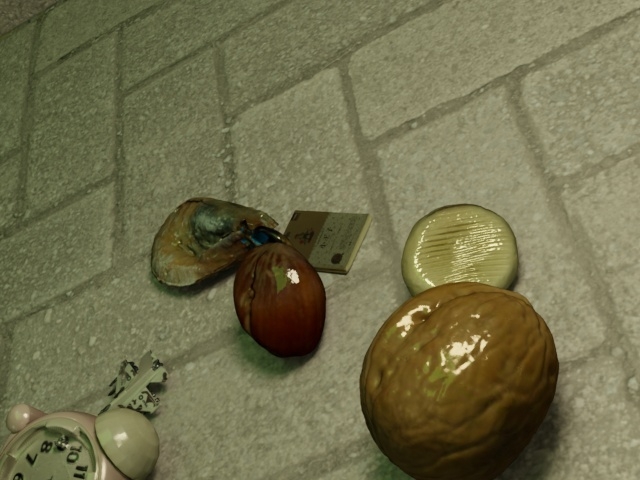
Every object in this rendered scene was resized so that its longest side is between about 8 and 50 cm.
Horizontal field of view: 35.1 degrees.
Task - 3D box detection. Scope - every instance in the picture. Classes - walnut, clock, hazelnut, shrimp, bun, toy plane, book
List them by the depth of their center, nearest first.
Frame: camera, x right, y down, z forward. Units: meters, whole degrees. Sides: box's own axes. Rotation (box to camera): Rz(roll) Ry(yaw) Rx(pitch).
[{"bbox_3d":[0.215,0.214,1.555,0.332,0.333,0.333,-19,47,22],"label":"walnut"},{"bbox_3d":[0.245,0.042,1.793,0.222,0.127,0.222,0,59,0],"label":"bun"},{"bbox_3d":[-0.473,0.475,1.900,0.325,0.184,0.342,0,69,34],"label":"clock"},{"bbox_3d":[-0.081,0.111,1.917,0.212,0.181,0.181,25,71,44],"label":"hazelnut"},{"bbox_3d":[-0.391,0.319,2.057,0.234,0.082,0.160,-52,52,10],"label":"toy plane"},{"bbox_3d":[0.000,0.000,2.070,0.198,0.016,0.138,5,59,38],"label":"book"},{"bbox_3d":[-0.221,0.009,2.155,0.445,0.110,0.221,4,61,46],"label":"shrimp"}]
